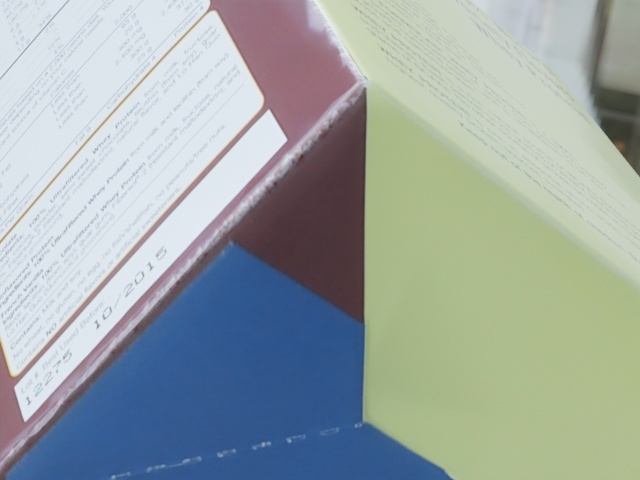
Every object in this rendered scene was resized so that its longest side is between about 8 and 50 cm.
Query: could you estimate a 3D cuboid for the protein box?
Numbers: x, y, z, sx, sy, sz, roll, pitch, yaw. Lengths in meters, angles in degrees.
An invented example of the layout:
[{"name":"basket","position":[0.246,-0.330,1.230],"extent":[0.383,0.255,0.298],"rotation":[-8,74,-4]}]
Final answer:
[{"name":"protein box","position":[0.000,0.000,0.527],"extent":[0.136,0.200,0.201],"rotation":[-46,38,14]}]
